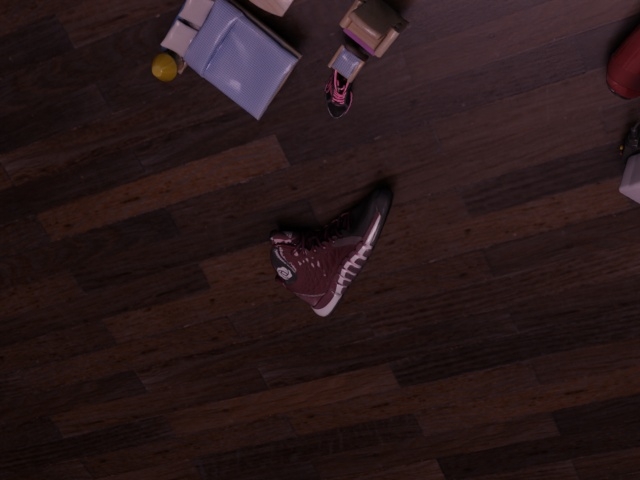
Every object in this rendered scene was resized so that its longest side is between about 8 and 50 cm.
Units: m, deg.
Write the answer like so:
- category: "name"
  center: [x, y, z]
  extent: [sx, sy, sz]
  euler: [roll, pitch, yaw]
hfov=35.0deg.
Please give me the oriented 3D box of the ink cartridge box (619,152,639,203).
- category: "ink cartridge box"
  center: [0.627, -0.059, 1.451]
  extent: [0.296, 0.066, 0.261]
  euler: [27, 161, -15]

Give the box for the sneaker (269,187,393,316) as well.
- category: "sneaker"
  center: [0.000, 0.000, 1.710]
  extent: [0.162, 0.106, 0.281]
  euler: [28, 125, -3]

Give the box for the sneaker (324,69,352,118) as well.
- category: "sneaker"
  center: [0.030, -0.237, 1.576]
  extent: [0.047, 0.057, 0.119]
  euler: [12, 125, 1]

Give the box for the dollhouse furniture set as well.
- category: "dollhouse furniture set"
  center: [-0.092, -0.270, 1.462]
  extent: [0.286, 0.198, 0.303]
  euler: [40, 121, 1]

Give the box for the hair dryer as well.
- category: "hair dryer"
  center: [0.526, -0.243, 1.460]
  extent: [0.223, 0.080, 0.293]
  euler: [-10, 134, 15]
